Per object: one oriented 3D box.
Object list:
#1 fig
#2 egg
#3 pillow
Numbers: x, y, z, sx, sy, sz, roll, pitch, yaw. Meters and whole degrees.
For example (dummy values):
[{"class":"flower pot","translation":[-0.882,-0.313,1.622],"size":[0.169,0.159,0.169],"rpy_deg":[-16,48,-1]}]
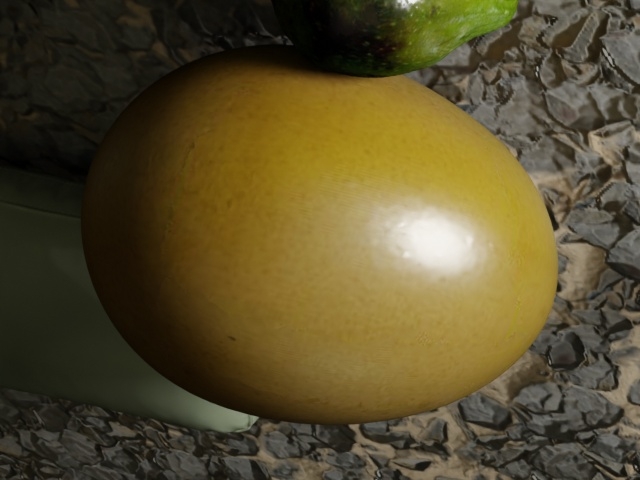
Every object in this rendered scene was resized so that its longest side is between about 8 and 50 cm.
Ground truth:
[{"class":"fig","translation":[0.052,-0.163,0.995],"size":[0.156,0.123,0.123],"rpy_deg":[-7,150,-26]},{"class":"egg","translation":[0.000,0.000,1.077],"size":[0.322,0.250,0.250],"rpy_deg":[15,142,-4]},{"class":"pillow","translation":[-0.203,0.042,1.328],"size":[0.322,0.120,0.255],"rpy_deg":[11,138,18]}]
